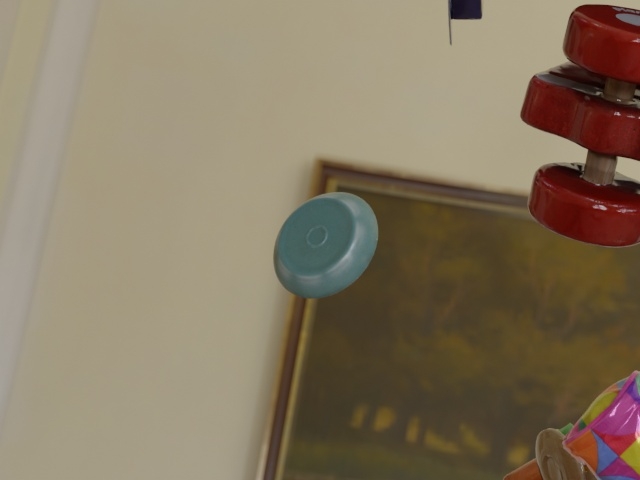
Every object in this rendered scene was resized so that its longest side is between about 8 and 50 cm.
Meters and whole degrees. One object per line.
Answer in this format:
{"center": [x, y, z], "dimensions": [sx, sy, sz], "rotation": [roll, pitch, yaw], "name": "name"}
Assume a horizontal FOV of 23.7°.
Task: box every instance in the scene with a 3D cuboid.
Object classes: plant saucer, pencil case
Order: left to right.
{"center": [0.000, 0.000, 1.532], "dimensions": [0.119, 0.119, 0.021], "rotation": [0, -26, 31], "name": "plant saucer"}
{"center": [0.312, 0.218, 1.275], "dimensions": [0.236, 0.104, 0.104], "rotation": [46, -16, 5], "name": "pencil case"}

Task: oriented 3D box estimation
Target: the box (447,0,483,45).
{"center": [0.143, -0.314, 1.480], "dimensions": [0.036, 0.225, 0.136], "rotation": [2, -29, 7], "name": "box"}

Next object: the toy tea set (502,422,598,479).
{"center": [0.313, 0.280, 1.530], "dimensions": [0.124, 0.200, 0.336], "rotation": [-17, 36, -20], "name": "toy tea set"}

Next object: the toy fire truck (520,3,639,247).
{"center": [0.316, -0.090, 1.213], "dimensions": [0.302, 0.169, 0.254], "rotation": [18, 23, 22], "name": "toy fire truck"}
